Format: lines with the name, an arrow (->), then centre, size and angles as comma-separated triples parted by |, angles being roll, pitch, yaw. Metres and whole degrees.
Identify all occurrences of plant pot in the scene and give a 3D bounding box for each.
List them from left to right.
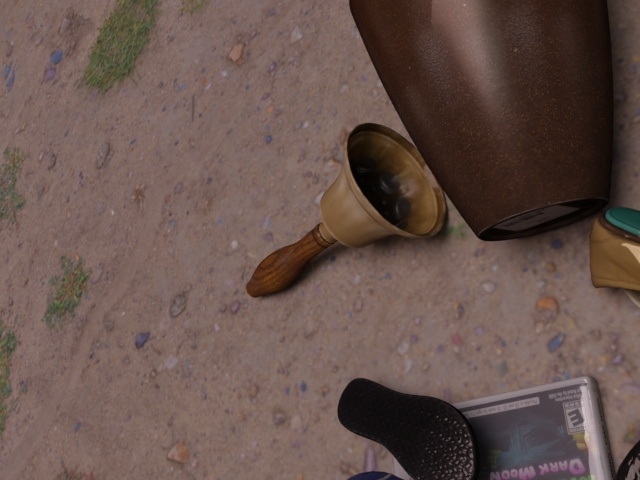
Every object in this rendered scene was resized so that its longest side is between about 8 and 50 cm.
plant pot -> 0.153, -0.124, 0.675 | 0.215, 0.215, 0.230 | -21, 74, 33

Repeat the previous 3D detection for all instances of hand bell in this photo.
hand bell -> 0.000, 0.000, 0.827 | 0.242, 0.126, 0.126 | -39, 51, 39

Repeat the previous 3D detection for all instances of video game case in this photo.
video game case -> 0.145, 0.212, 0.651 | 0.190, 0.022, 0.173 | -20, 61, 33

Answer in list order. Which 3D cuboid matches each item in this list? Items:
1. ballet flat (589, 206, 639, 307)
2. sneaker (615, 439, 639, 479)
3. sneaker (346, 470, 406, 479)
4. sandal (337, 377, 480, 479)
ballet flat -> 0.297, 0.042, 0.570 | 0.232, 0.080, 0.073 | 28, 120, 46
sneaker -> 0.262, 0.127, 0.539 | 0.170, 0.089, 0.051 | -38, 52, 23
sneaker -> -0.031, 0.333, 0.666 | 0.182, 0.127, 0.315 | 18, 94, 43
sandal -> 0.080, 0.163, 0.693 | 0.179, 0.040, 0.067 | 16, 78, 58
